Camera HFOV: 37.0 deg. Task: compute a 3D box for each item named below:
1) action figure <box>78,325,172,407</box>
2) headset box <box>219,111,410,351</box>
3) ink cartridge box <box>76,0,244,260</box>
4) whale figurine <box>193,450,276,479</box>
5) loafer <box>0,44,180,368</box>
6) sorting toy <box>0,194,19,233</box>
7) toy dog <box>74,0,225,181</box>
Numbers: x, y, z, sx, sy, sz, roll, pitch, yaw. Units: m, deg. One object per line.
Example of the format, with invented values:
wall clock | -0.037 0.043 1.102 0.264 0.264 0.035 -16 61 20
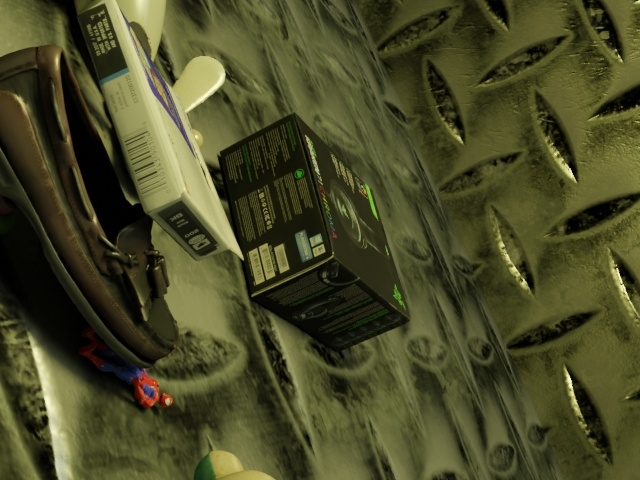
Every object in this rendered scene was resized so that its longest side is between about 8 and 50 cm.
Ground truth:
action figure | -0.174 0.121 0.879 0.115 0.030 0.038 53 15 -38
headset box | 0.000 0.000 1.382 0.283 0.131 0.246 41 29 -53
ink cartridge box | -0.146 -0.088 0.899 0.208 0.045 0.206 60 6 -71
whale figurine | -0.073 0.290 0.814 0.272 0.141 0.216 120 -54 -81
loafer | -0.187 -0.021 0.804 0.302 0.095 0.109 61 6 -26
sorting toy | -0.278 -0.056 0.798 0.102 0.042 0.061 61 17 -12
toy dog | -0.190 -0.234 1.109 0.334 0.161 0.220 63 17 -4
